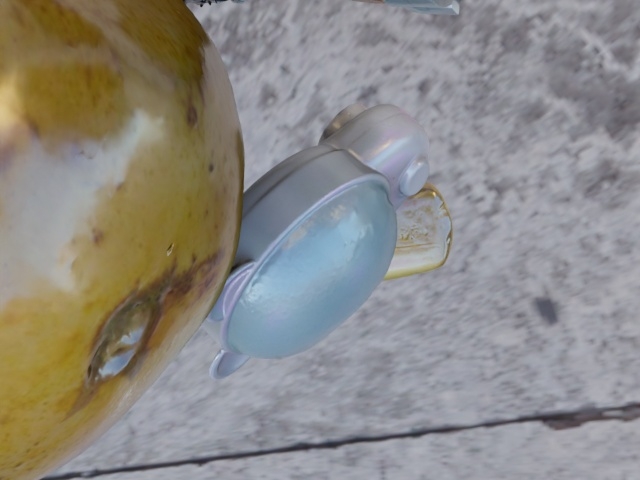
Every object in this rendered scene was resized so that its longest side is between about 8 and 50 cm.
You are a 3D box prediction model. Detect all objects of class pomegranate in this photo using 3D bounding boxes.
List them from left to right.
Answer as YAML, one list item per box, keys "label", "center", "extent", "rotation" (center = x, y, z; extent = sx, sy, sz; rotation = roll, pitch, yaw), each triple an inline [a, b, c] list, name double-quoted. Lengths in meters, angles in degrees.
- label: "pomegranate"
  center: [-0.251, -0.041, 1.162]
  extent: [0.416, 0.416, 0.417]
  rotation: [1, 82, -10]

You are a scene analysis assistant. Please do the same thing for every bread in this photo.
- label: "bread"
  center: [0.051, -0.008, 1.524]
  extent: [0.115, 0.056, 0.082]
  rotation: [-12, 100, -2]

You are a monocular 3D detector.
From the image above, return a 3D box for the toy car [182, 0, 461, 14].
- label: "toy car"
  center: [-0.027, -0.218, 1.291]
  extent: [0.301, 0.193, 0.118]
  rotation: [1, 81, 19]

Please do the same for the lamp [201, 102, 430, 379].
- label: "lamp"
  center: [0.003, 0.001, 1.394]
  extent: [0.108, 0.179, 0.246]
  rotation: [39, 67, 13]
